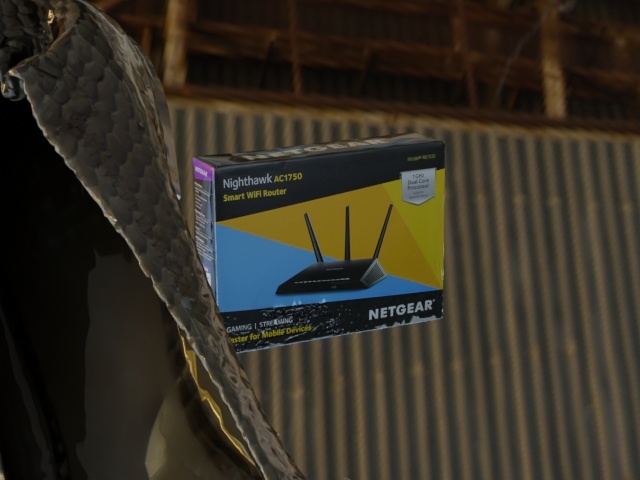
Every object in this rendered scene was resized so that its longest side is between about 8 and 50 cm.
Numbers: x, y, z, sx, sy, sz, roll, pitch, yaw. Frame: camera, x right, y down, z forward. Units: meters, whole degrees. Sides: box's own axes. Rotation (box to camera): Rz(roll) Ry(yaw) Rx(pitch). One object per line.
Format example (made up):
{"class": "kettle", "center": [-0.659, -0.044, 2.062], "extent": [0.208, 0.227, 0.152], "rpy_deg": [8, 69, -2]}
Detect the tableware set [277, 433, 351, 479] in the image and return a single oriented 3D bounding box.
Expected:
{"class": "tableware set", "center": [-0.035, 0.176, 0.607], "extent": [0.039, 0.128, 0.194], "rpy_deg": [11, -141, 21]}

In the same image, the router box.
{"class": "router box", "center": [0.000, 0.000, 1.148], "extent": [0.179, 0.133, 0.046], "rpy_deg": [-9, -163, -26]}

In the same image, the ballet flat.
{"class": "ballet flat", "center": [-0.043, 0.043, 0.359], "extent": [0.084, 0.058, 0.250], "rpy_deg": [-28, -115, 17]}
